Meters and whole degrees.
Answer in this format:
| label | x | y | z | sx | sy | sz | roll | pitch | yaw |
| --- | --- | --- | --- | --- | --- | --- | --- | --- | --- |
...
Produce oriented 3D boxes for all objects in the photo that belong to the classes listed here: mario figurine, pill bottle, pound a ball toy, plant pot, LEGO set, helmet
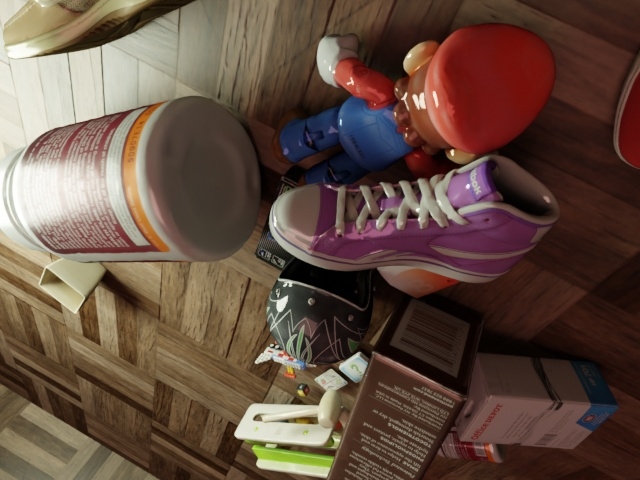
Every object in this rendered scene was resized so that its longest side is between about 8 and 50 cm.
| label | x | y | z | sx | sy | sz | roll | pitch | yaw |
| --- | --- | --- | --- | --- | --- | --- | --- | --- | --- |
| mario figurine | 0.100 | -0.145 | 0.496 | 0.320 | 0.170 | 0.198 | -10 | 159 | 44 |
| pill bottle | 0.269 | 0.373 | 0.816 | 0.151 | 0.086 | 0.086 | -13 | 119 | 35 |
| pound a ball toy | -0.047 | 0.419 | 0.984 | 0.318 | 0.136 | 0.208 | -14 | 115 | 32 |
| plant pot | -0.584 | 0.090 | 1.019 | 0.109 | 0.096 | 0.109 | 42 | 132 | -10 |
| LEGO set | -0.022 | 0.268 | 0.904 | 0.182 | 0.060 | 0.244 | 41 | 133 | -3 |
| pill bottle | -0.309 | -0.078 | 0.659 | 0.391 | 0.224 | 0.224 | -1 | 125 | 27 |
| helmet | -0.001 | 0.102 | 0.628 | 0.169 | 0.162 | 0.170 | 13 | 132 | 15 |

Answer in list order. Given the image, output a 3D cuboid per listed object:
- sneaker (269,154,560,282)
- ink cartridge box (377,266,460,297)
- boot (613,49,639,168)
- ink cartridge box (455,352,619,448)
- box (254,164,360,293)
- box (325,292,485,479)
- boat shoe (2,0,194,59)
| label | x | y | z | sx | sy | sz | roll | pitch | yaw |
| --- | --- | --- | --- | --- | --- | --- | --- | --- | --- |
| sneaker | 0.091 | -0.038 | 0.427 | 0.281 | 0.102 | 0.161 | 5 | 154 | -5 |
| ink cartridge box | 0.135 | 0.016 | 0.580 | 0.179 | 0.045 | 0.145 | 25 | 141 | -36 |
| boot | 0.320 | -0.136 | 0.325 | 0.088 | 0.176 | 0.245 | 18 | 133 | 11 |
| ink cartridge box | 0.319 | 0.251 | 0.659 | 0.190 | 0.082 | 0.140 | 7 | 130 | -2 |
| box | 0.000 | 0.000 | 0.685 | 0.184 | 0.045 | 0.191 | 31 | 134 | 3 |
| box | 0.126 | 0.292 | 0.702 | 0.143 | 0.191 | 0.382 | 24 | 123 | 16 |
| boat shoe | -0.281 | -0.320 | 0.533 | 0.340 | 0.122 | 0.110 | -10 | 116 | 21 |
